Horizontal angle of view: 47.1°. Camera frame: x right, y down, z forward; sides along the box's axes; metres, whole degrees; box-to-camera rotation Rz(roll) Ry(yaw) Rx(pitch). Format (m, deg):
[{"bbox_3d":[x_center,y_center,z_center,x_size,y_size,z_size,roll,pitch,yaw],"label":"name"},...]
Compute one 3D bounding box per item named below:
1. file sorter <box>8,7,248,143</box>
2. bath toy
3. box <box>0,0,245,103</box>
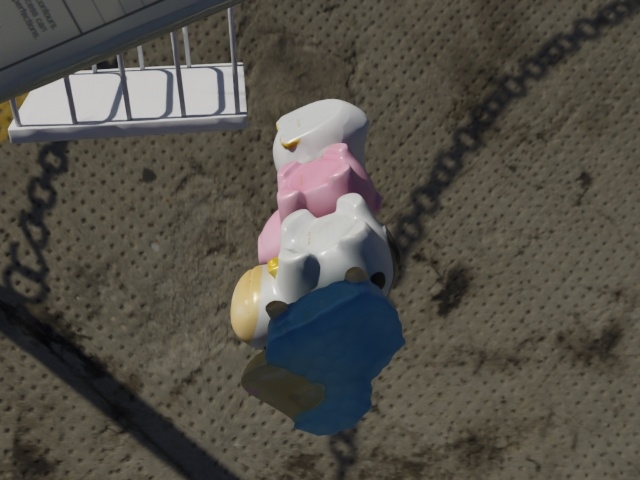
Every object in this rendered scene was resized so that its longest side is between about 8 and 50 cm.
[{"bbox_3d":[-0.237,-0.244,0.904,0.278,0.173,0.192,-5,32,-5],"label":"file sorter"},{"bbox_3d":[0.000,0.000,0.667,0.152,0.129,0.348,-19,34,14],"label":"bath toy"},{"bbox_3d":[-0.152,-0.146,0.343,0.311,0.121,0.147,-19,114,6],"label":"box"}]
